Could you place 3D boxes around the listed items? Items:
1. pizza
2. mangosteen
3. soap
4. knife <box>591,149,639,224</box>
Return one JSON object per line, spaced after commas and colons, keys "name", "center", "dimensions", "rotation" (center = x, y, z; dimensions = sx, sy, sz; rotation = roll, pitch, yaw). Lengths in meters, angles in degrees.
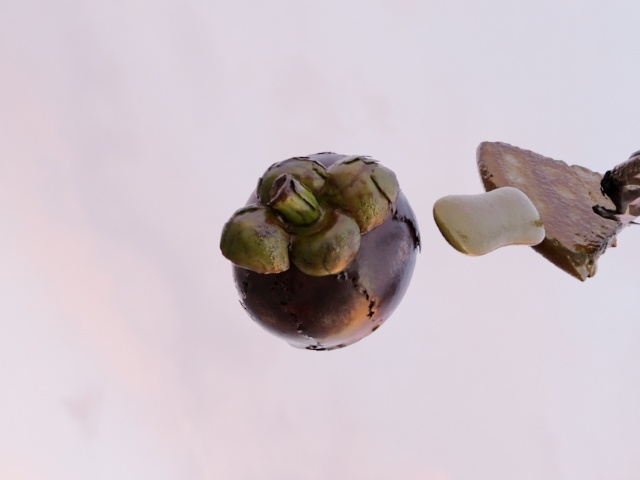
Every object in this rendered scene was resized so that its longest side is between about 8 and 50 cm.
{"name": "pizza", "center": [0.228, -0.039, 1.149], "dimensions": [0.185, 0.176, 0.036], "rotation": [47, -45, 35]}
{"name": "mangosteen", "center": [0.000, 0.000, 1.017], "dimensions": [0.166, 0.166, 0.180], "rotation": [35, -11, 24]}
{"name": "soap", "center": [0.082, -0.010, 0.597], "dimensions": [0.012, 0.089, 0.034], "rotation": [-40, -107, 34]}
{"name": "knife", "center": [0.326, -0.076, 0.934], "dimensions": [0.365, 0.089, 0.043], "rotation": [149, -55, -64]}
